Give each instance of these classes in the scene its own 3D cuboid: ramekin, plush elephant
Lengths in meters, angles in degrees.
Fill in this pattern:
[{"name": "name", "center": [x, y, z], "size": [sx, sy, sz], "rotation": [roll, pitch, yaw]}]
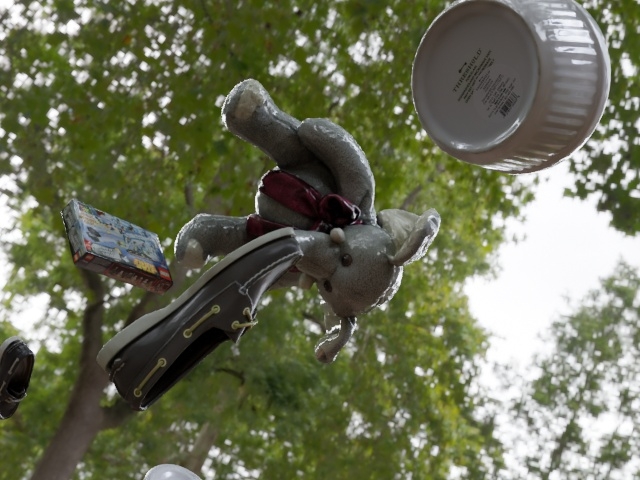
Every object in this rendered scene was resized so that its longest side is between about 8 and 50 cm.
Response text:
[{"name": "ramekin", "center": [0.196, -0.176, 0.907], "size": [0.207, 0.207, 0.109], "rotation": [-15, -6, 44]}, {"name": "plush elephant", "center": [0.000, 0.000, 1.066], "size": [0.330, 0.255, 0.271], "rotation": [21, -71, -27]}]

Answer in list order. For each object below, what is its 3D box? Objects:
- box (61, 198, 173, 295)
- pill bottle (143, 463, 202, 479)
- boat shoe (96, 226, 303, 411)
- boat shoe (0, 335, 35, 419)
[{"name": "box", "center": [-0.252, 0.010, 1.035], "size": [0.027, 0.094, 0.137], "rotation": [-43, -42, 18]}, {"name": "pill bottle", "center": [-0.255, 0.450, 1.271], "size": [0.108, 0.108, 0.193], "rotation": [27, -73, -4]}, {"name": "boat shoe", "center": [-0.104, 0.075, 0.805], "size": [0.068, 0.228, 0.081], "rotation": [52, -5, 17]}, {"name": "boat shoe", "center": [-0.381, 0.178, 1.029], "size": [0.038, 0.046, 0.125], "rotation": [32, -66, 24]}]
